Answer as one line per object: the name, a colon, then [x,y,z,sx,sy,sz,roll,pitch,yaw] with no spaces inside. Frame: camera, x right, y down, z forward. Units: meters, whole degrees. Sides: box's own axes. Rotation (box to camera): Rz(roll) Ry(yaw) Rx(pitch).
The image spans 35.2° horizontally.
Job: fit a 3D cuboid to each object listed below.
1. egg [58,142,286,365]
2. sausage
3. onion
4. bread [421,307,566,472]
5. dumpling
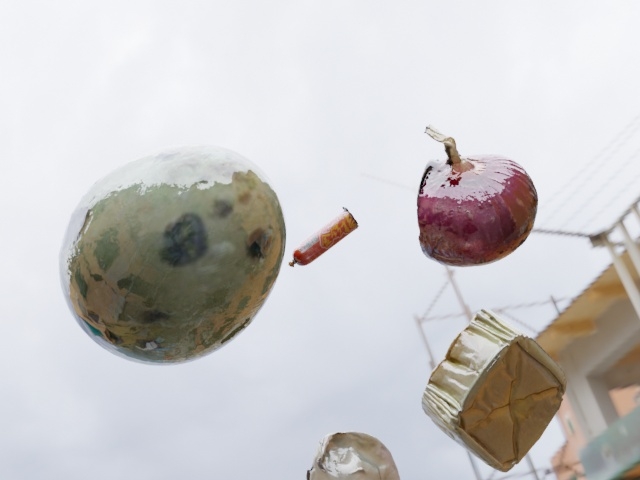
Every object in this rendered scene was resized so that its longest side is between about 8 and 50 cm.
egg: [-0.238,0.021,1.653,0.345,0.345,0.428,11,-33,-38]
sausage: [0.000,0.000,1.815,0.145,0.048,0.050,-36,-56,-8]
onion: [0.337,-0.064,2.123,0.230,0.256,0.272,3,-25,19]
bread: [0.258,0.224,1.508,0.210,0.110,0.192,39,-95,-40]
dumpling: [0.074,0.582,2.349,0.163,0.293,0.204,-28,0,28]
